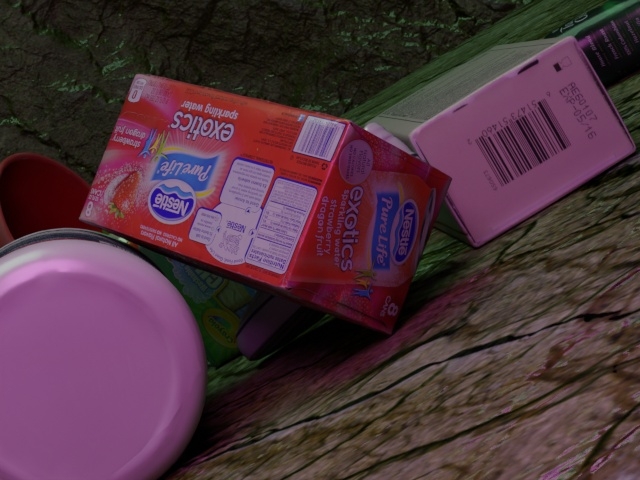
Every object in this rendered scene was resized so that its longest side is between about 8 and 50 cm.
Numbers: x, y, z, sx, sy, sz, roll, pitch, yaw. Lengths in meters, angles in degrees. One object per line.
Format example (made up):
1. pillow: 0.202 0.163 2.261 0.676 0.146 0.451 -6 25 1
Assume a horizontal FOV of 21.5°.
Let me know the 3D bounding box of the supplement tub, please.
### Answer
1. supplement tub: -0.189 0.088 1.270 0.191 0.191 0.272 -31 7 -6

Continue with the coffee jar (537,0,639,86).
1. coffee jar: 0.297 -0.206 1.793 0.184 0.079 0.096 -29 7 15

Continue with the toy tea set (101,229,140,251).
1. toy tea set: -0.256 0.041 2.076 0.200 0.124 0.336 -33 3 -21

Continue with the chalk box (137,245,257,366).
1. chalk box: -0.074 0.019 1.522 0.213 0.132 0.132 -30 6 7

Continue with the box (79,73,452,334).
1. box: -0.046 -0.031 1.256 0.257 0.123 0.128 16 83 46

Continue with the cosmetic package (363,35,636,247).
1. cosmetic package: 0.146 -0.091 1.473 0.160 0.113 0.309 -31 6 -1

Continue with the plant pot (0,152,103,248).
1. plant pot: -0.443 0.050 2.427 0.243 0.275 0.275 -37 4 24

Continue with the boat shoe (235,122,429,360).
1. boat shoe: 0.000 0.000 1.350 0.226 0.076 0.083 -46 -18 20
